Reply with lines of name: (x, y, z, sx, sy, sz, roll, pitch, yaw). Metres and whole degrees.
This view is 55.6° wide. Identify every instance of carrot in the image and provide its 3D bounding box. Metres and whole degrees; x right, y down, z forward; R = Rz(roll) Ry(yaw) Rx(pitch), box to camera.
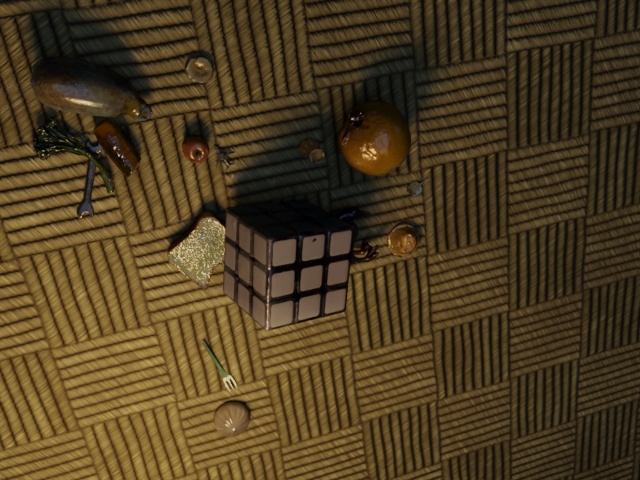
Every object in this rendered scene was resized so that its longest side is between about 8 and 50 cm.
carrot: (-0.588, -0.272, 1.772, 0.082, 0.082, 0.173, -35, 117, 0)

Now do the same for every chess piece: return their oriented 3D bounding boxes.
chess piece: (-0.022, -0.279, 1.908, 0.066, 0.122, 0.066, -6, 112, -14)

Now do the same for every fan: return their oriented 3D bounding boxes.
fan: (0.340, -0.190, 2.113, 0.083, 0.004, 0.056, -41, 115, 3)

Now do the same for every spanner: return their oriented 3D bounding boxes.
spanner: (-0.689, -0.181, 1.815, 0.054, 0.015, 0.254, 8, 109, -21)

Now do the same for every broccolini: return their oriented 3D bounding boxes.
broccolini: (-0.718, -0.223, 1.760, 0.123, 0.062, 0.271, -35, 114, 17)

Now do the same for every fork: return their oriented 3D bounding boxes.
fork: (-0.361, 0.443, 2.158, 0.039, 0.021, 0.235, -29, 115, -8)

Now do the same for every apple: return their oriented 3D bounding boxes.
apple: (-0.377, -0.278, 1.836, 0.084, 0.071, 0.084, -8, 121, -13)

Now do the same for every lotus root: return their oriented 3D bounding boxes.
lotus root: (-0.617, -0.415, 1.666, 0.322, 0.158, 0.140, 7, 109, -26)

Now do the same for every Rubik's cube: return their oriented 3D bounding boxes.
Rubik's cube: (-0.109, 0.062, 1.886, 0.301, 0.305, 0.304, -9, 113, -32)

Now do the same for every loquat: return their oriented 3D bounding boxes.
loquat: (0.164, -0.321, 1.891, 0.244, 0.244, 0.244, -6, 113, -14)

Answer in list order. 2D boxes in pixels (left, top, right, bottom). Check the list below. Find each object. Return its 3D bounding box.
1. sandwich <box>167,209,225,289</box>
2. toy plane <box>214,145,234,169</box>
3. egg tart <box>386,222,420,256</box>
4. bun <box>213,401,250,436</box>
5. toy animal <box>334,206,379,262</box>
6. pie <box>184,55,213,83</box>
sandwich: (-0.371, 0.027, 1.962, 0.214, 0.065, 0.186, -44, 116, 3)
toy plane: (-0.303, -0.260, 1.889, 0.078, 0.024, 0.084, -42, 118, -17)
egg tart: (0.299, 0.004, 2.156, 0.129, 0.049, 0.129, -5, 112, -12)
bun: (-0.321, 0.667, 2.220, 0.138, 0.094, 0.138, -6, 116, -13)
toy animal: (0.086, 0.030, 2.067, 0.185, 0.122, 0.298, 16, 114, -32)
pie: (-0.355, -0.500, 1.780, 0.084, 0.020, 0.084, -5, 111, -12)
